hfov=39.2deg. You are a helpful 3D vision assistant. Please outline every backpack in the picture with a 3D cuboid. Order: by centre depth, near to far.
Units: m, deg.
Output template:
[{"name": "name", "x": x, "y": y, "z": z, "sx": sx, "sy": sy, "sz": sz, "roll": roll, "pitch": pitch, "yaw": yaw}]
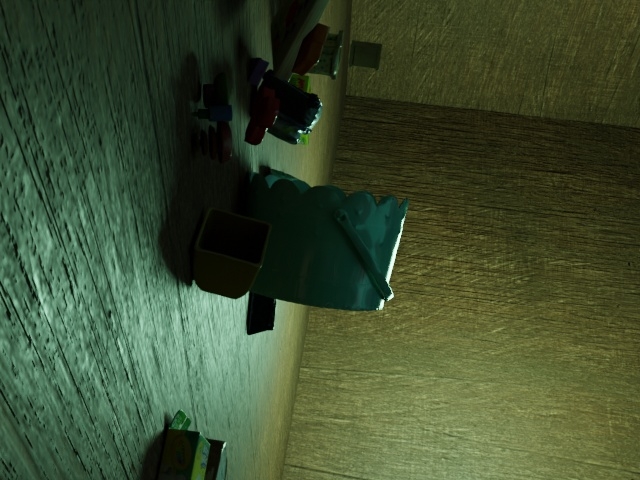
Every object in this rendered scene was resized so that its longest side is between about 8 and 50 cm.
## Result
[{"name": "backpack", "x": -0.055, "y": -0.201, "z": 1.399, "sx": 0.084, "sy": 0.105, "sz": 0.114, "roll": -61, "pitch": 178, "yaw": 2}]

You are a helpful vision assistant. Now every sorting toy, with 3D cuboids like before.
[{"name": "sorting toy", "x": -0.121, "y": -0.135, "z": 0.985, "sx": 0.061, "sy": 0.042, "sz": 0.101, "roll": 157, "pitch": -71, "yaw": -76}]

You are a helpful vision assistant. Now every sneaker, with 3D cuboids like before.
[{"name": "sneaker", "x": -0.079, "y": -0.091, "z": 1.673, "sx": 0.166, "sy": 0.065, "sz": 0.076, "roll": -16, "pitch": 129, "yaw": -83}]

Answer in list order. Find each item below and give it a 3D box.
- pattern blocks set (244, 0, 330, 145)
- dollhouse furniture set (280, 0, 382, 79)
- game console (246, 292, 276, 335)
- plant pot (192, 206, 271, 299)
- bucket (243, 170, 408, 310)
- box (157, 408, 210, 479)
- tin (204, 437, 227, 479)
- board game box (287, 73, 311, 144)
[{"name": "pattern blocks set", "x": -0.021, "y": -0.309, "z": 1.184, "sx": 0.325, "sy": 0.026, "sz": 0.285, "roll": -51, "pitch": -150, "yaw": 44}, {"name": "dollhouse furniture set", "x": 0.018, "y": -0.369, "z": 1.553, "sx": 0.101, "sy": 0.182, "sz": 0.160, "roll": -78, "pitch": 174, "yaw": -56}, {"name": "game console", "x": -0.119, "y": 0.105, "z": 1.678, "sx": 0.107, "sy": 0.071, "sz": 0.122, "roll": 24, "pitch": -71, "yaw": 62}, {"name": "plant pot", "x": -0.113, "y": 0.023, "z": 1.088, "sx": 0.081, "sy": 0.082, "sz": 0.083, "roll": -79, "pitch": -173, "yaw": -50}, {"name": "bucket", "x": 0.000, "y": 0.000, "z": 1.434, "sx": 0.281, "sy": 0.281, "sz": 0.183, "roll": -48, "pitch": 148, "yaw": -84}, {"name": "box", "x": -0.165, "y": 0.294, "z": 1.049, "sx": 0.105, "sy": 0.043, "sz": 0.179, "roll": 89, "pitch": 7, "yaw": -70}, {"name": "tin", "x": -0.165, "y": 0.370, "z": 1.272, "sx": 0.106, "sy": 0.040, "sz": 0.189, "roll": 88, "pitch": 9, "yaw": -45}, {"name": "board game box", "x": -0.045, "y": -0.270, "z": 1.874, "sx": 0.181, "sy": 0.043, "sz": 0.092, "roll": 80, "pitch": 18, "yaw": -79}]
